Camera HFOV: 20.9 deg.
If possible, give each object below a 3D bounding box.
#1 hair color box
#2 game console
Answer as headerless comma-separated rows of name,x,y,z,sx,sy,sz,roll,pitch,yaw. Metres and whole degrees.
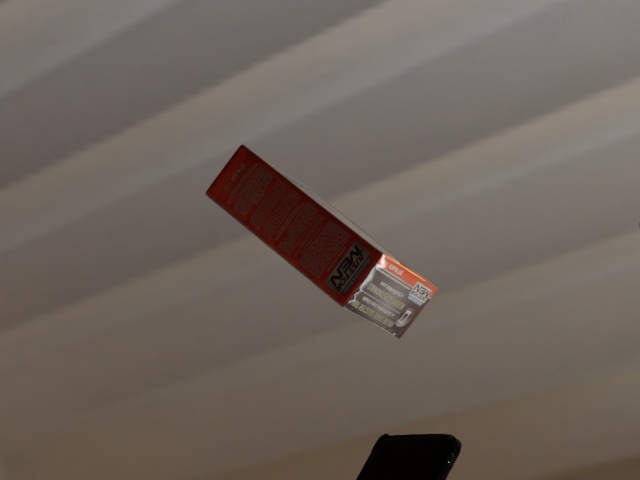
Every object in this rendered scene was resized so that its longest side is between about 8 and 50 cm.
hair color box,0.000,0.000,1.320,0.053,0.167,0.093,-53,145,4
game console,0.041,0.180,1.009,0.071,0.122,0.107,43,152,-24
